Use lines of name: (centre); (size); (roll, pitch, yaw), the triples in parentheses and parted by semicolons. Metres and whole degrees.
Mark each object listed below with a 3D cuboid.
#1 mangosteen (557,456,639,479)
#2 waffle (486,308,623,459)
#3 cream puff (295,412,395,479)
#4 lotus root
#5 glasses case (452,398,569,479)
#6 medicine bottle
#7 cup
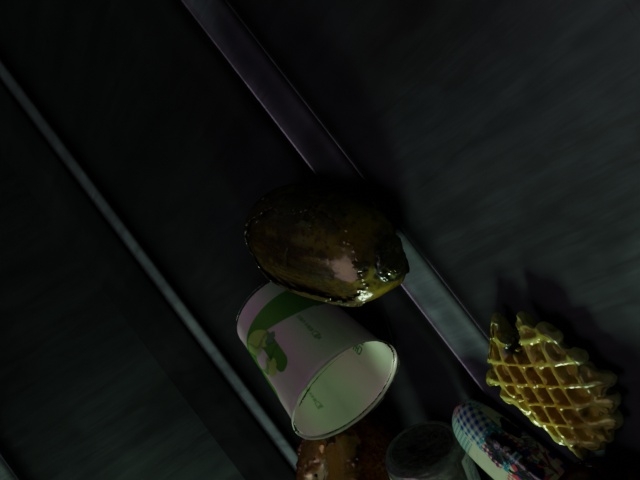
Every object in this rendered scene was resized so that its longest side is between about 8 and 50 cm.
mangosteen: (0.430, 0.423, 1.567); (0.166, 0.166, 0.180); (26, 155, 47)
waffle: (0.352, 0.219, 1.569); (0.250, 0.056, 0.261); (38, 150, 32)
cream puff: (0.082, 0.533, 2.238); (0.350, 0.229, 0.350); (4, 95, 60)
lotus root: (0.000, 0.000, 1.789); (0.397, 0.179, 0.196); (12, 116, 51)
glasses case: (0.355, 0.396, 1.768); (0.327, 0.076, 0.125); (38, 149, 33)
medicine bottle: (0.240, 0.503, 2.011); (0.165, 0.165, 0.273); (19, 137, 53)
cup: (-0.018, 0.219, 2.050); (0.274, 0.253, 0.253); (47, 156, 37)
